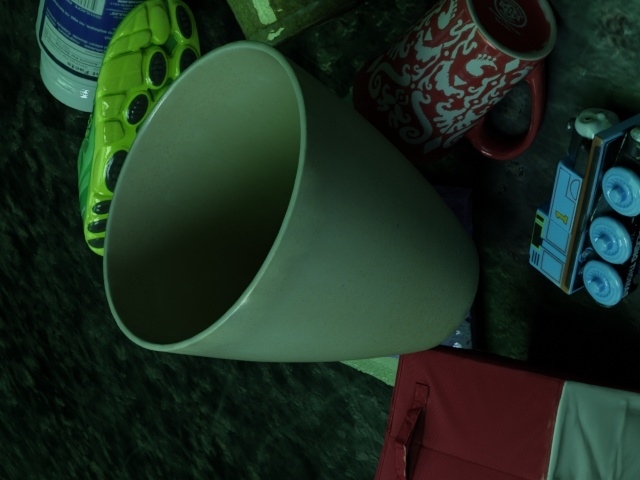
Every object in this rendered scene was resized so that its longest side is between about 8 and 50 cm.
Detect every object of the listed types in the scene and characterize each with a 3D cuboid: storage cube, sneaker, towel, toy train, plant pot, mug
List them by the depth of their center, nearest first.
[{"bbox_3d":[0.236,-0.028,0.989,0.105,0.080,0.184,40,144,36],"label":"toy train"},{"bbox_3d":[0.000,0.000,1.017,0.256,0.274,0.257,-23,57,41],"label":"plant pot"},{"bbox_3d":[0.132,-0.150,1.028,0.169,0.150,0.113,-42,46,53],"label":"mug"},{"bbox_3d":[0.188,0.204,1.089,0.193,0.215,0.184,9,86,51],"label":"storage cube"},{"bbox_3d":[-0.216,-0.129,1.300,0.123,0.109,0.296,46,123,52],"label":"sneaker"},{"bbox_3d":[0.064,0.121,1.344,0.148,0.027,0.110,25,145,4],"label":"towel"}]

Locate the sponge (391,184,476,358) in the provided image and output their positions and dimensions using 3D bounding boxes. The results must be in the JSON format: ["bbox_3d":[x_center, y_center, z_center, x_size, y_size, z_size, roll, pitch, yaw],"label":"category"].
[{"bbox_3d":[0.099,0.035,1.221,0.117,0.031,0.210,6,123,20],"label":"sponge"}]

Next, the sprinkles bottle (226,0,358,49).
[{"bbox_3d":[-0.093,-0.355,1.113,0.121,0.121,0.355,-15,104,57],"label":"sprinkles bottle"}]

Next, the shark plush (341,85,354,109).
[{"bbox_3d":[0.027,-0.134,1.189,0.161,0.067,0.073,3,120,52],"label":"shark plush"}]

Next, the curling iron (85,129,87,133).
[{"bbox_3d":[-0.239,-0.167,1.553,0.274,0.035,0.068,-13,102,56],"label":"curling iron"}]

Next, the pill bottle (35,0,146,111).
[{"bbox_3d":[-0.245,-0.271,1.362,0.153,0.153,0.265,50,147,12],"label":"pill bottle"}]
